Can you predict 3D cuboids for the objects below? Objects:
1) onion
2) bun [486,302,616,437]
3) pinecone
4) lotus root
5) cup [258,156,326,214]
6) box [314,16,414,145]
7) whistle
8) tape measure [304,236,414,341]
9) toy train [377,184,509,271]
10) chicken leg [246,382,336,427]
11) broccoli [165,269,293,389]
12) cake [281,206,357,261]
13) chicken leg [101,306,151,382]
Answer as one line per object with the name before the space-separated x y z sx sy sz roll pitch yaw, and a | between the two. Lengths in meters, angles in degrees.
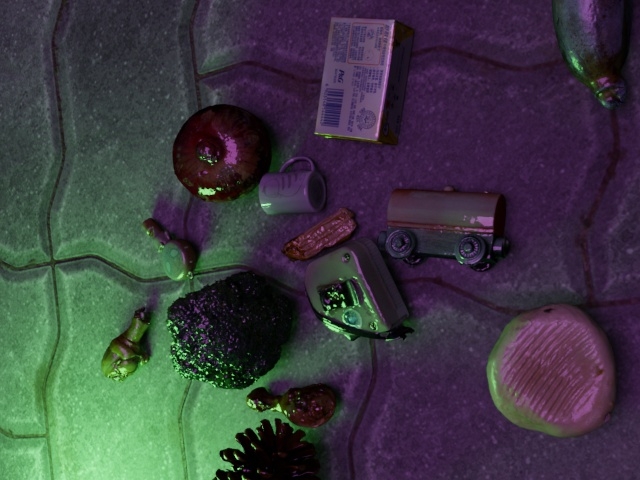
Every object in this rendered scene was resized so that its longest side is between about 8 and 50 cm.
onion | -0.236 -0.208 1.937 0.246 0.190 0.246 -1 87 18
bun | 0.445 0.254 1.577 0.259 0.160 0.259 0 90 13
pinecone | -0.116 0.524 1.834 0.264 0.264 0.264 0 91 30
lotus root | 0.507 -0.405 1.536 0.140 0.158 0.322 0 97 32
cup | -0.065 -0.129 1.892 0.133 0.099 0.136 0 91 30
box | 0.096 -0.348 1.800 0.168 0.097 0.265 9 95 29
whistle | -0.385 0.022 2.103 0.220 0.057 0.107 44 124 27
tape measure | 0.068 0.131 1.793 0.207 0.115 0.235 -25 90 39
toy train | 0.257 -0.030 1.712 0.285 0.116 0.177 5 81 30
chicken leg | -0.071 0.380 1.910 0.251 0.107 0.087 -4 103 38
broccoli | -0.216 0.206 1.909 0.275 0.307 0.308 25 105 62
cake | 0.003 0.003 1.892 0.185 0.116 0.080 -35 76 -8
chicken leg | -0.500 0.282 2.158 0.103 0.088 0.228 44 105 32
